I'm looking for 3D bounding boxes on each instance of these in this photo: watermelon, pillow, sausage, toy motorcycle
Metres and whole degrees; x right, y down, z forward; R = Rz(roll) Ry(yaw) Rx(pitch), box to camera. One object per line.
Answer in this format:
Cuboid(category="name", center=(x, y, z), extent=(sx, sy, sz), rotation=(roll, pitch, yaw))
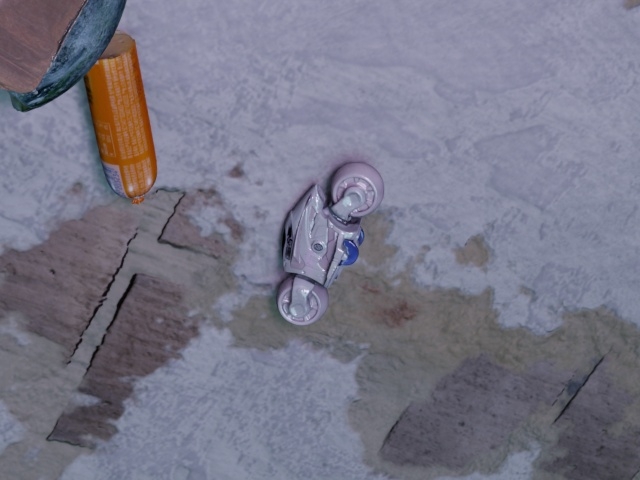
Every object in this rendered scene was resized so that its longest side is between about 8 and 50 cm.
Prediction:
Cuboid(category="watermelon", center=(-0.340, -0.282, 1.701), extent=(0.213, 0.289, 0.320), rotation=(33, 113, 11))
Cuboid(category="pillow", center=(-0.290, -0.256, 1.579), extent=(0.211, 0.034, 0.135), rotation=(-57, 140, -3))
Cuboid(category="sausage", center=(-0.246, -0.142, 1.917), extent=(0.071, 0.071, 0.234), rotation=(-12, 126, -9))
Cuboid(category="toy motorcycle", center=(0.000, 0.000, 2.086), extent=(0.112, 0.112, 0.254), rotation=(15, 117, -25))
